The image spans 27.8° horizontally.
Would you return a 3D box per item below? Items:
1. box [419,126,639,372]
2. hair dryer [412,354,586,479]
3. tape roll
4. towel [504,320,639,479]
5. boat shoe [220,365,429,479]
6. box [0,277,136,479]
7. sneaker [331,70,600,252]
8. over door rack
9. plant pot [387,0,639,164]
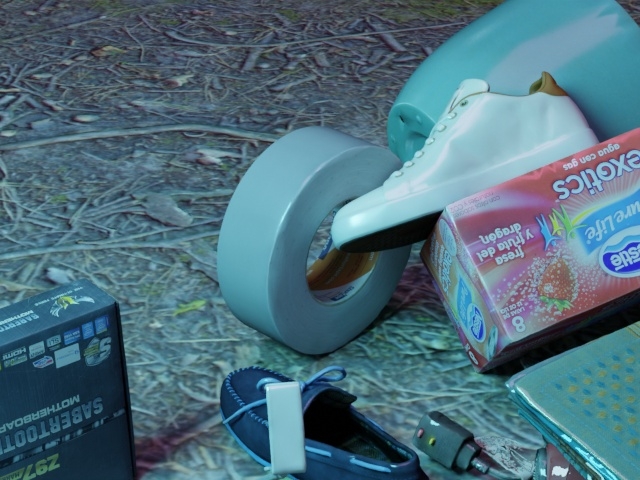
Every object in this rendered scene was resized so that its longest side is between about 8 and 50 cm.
[{"bbox_3d":[0.265,-0.002,1.247,0.300,0.154,0.142,-22,77,-13],"label":"box"},{"bbox_3d":[0.248,0.169,1.106,0.223,0.080,0.293,-23,36,-39],"label":"hair dryer"},{"bbox_3d":[0.000,0.000,1.289,0.072,0.219,0.219,24,37,38],"label":"tape roll"},{"bbox_3d":[0.361,0.137,0.989,0.370,0.040,0.271,-20,49,-30],"label":"towel"},{"bbox_3d":[0.009,0.159,1.122,0.109,0.089,0.258,-25,36,-38],"label":"boat shoe"},{"bbox_3d":[-0.265,0.154,1.043,0.232,0.183,0.059,-20,34,-33],"label":"box"},{"bbox_3d":[0.124,-0.081,1.267,0.290,0.123,0.106,-23,-11,-19],"label":"sneaker"},{"bbox_3d":[-0.142,0.199,0.873,0.239,0.324,0.108,-5,67,-10],"label":"over door rack"},{"bbox_3d":[0.219,-0.117,1.456,0.235,0.293,0.293,-28,35,-18],"label":"plant pot"}]
